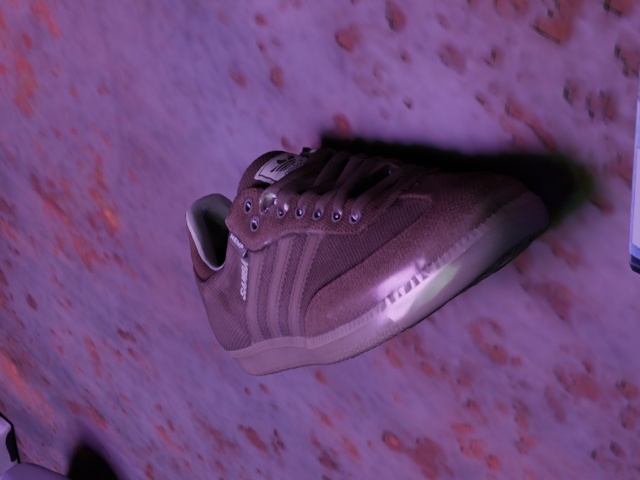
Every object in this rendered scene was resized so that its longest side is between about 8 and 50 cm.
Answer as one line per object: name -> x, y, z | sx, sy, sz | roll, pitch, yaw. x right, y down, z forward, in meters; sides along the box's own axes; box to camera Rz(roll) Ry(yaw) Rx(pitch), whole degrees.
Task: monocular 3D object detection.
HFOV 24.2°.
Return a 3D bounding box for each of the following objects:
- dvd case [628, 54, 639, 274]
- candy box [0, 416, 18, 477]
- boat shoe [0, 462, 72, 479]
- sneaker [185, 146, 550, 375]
dvd case -> 0.146, -0.057, 0.298 | 0.180, 0.022, 0.253 | 29, 140, 35
candy box -> -0.280, 0.220, 1.020 | 0.071, 0.159, 0.233 | 36, 144, 27
boat shoe -> -0.155, 0.237, 0.942 | 0.094, 0.109, 0.302 | 25, 150, 16
sneaker -> 0.000, 0.000, 0.510 | 0.071, 0.066, 0.188 | 58, 149, -3
